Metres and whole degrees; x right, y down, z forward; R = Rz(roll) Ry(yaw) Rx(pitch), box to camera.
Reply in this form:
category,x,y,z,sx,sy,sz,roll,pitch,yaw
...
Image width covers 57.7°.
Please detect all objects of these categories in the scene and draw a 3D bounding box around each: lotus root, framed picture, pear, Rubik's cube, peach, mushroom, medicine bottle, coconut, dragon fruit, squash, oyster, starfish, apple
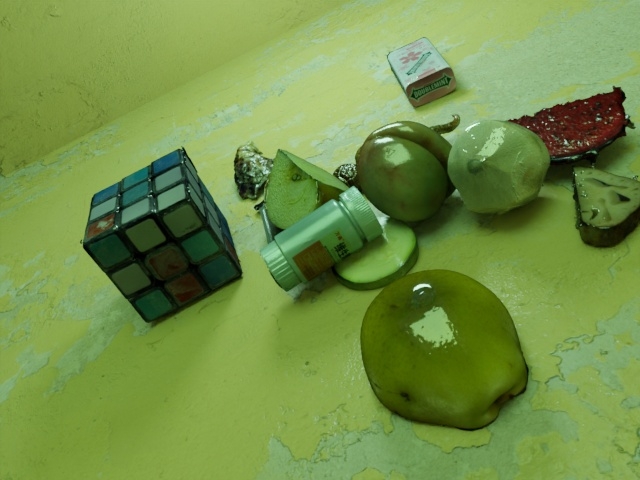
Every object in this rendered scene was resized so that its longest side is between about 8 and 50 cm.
category,x,y,z,sx,sy,sz,roll,pitch,yaw
lotus root,0.690,-0.094,1.401,0.170,0.075,0.261,-3,41,29
framed picture,-0.084,-0.054,1.845,0.197,0.014,0.252,-21,46,2
pear,0.238,0.197,1.236,0.340,0.191,0.386,-40,37,-16
Rubik's cube,-0.494,-0.019,1.836,0.358,0.363,0.362,-27,37,-3
peach,0.242,-0.194,1.633,0.292,0.247,0.292,0,57,-1
mushroom,0.093,-0.200,1.905,0.126,0.085,0.109,-4,42,27
medicine bottle,0.000,0.000,1.590,0.318,0.158,0.158,-32,36,0
coconut,0.455,-0.186,1.502,0.244,0.245,0.247,8,15,39
dragon fruit,0.677,-0.277,1.609,0.343,0.100,0.282,-10,39,26
squash,0.149,0.039,1.615,0.251,0.049,0.252,-17,40,15
oyster,-0.249,-0.280,2.216,0.271,0.100,0.275,17,49,26
starfish,0.313,-0.286,1.864,0.375,0.094,0.327,-38,39,-6
apple,-0.051,-0.153,1.790,0.254,0.179,0.346,-24,36,-18

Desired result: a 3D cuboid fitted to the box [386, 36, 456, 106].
category,x,y,z,sx,sy,sz,roll,pitch,yaw
box,0.388,-0.665,2.271,0.190,0.112,0.370,-21,34,9

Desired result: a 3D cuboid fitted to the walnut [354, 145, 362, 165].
category,x,y,z,sx,sy,sz,roll,pitch,yaw
walnut,0.165,-0.273,1.933,0.124,0.105,0.105,-8,36,55

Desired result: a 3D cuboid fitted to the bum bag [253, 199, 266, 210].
category,x,y,z,sx,sy,sz,roll,pitch,yaw
bum bag,-0.177,-0.140,2.047,0.124,0.034,0.058,-36,27,-11
